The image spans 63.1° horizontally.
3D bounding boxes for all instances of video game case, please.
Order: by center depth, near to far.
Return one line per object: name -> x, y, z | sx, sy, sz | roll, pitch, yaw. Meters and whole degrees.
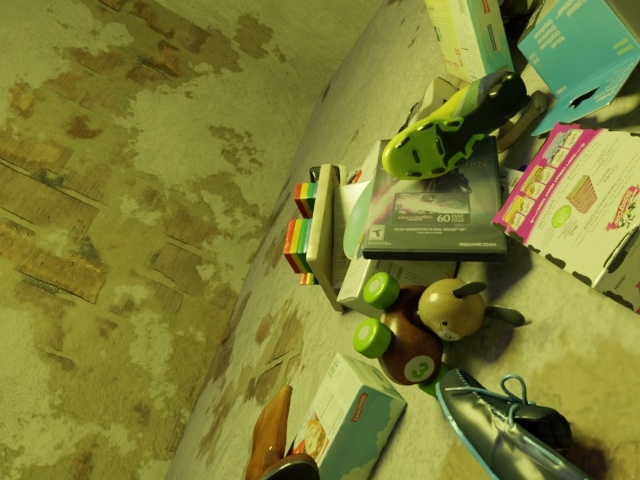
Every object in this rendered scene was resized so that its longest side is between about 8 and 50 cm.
video game case -> 0.178, -0.074, 0.810 | 0.026, 0.196, 0.274 | 77, -161, -44

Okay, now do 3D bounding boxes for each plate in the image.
plate -> 0.102, -0.046, 1.047 | 0.188, 0.024, 0.188 | -54, 23, 37

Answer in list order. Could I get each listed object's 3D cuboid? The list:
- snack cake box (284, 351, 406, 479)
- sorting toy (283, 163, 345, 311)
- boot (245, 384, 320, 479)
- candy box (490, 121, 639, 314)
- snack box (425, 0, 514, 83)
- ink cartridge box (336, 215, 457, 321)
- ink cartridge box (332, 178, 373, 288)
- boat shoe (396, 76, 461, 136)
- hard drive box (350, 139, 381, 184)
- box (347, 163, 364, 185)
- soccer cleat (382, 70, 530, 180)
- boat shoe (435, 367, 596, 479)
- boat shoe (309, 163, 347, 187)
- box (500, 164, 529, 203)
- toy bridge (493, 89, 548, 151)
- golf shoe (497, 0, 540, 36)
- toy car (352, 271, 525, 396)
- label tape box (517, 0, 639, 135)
snack cake box -> 0.025, 0.342, 0.878 | 0.264, 0.089, 0.152 | -63, 16, 1
sorting toy -> 0.000, 0.000, 1.230 | 0.255, 0.089, 0.257 | 64, -151, -53
boot -> -0.065, 0.358, 0.883 | 0.280, 0.096, 0.264 | -76, 9, -62
candy box -> 0.308, -0.040, 0.586 | 0.159, 0.071, 0.233 | -60, 14, 13
snack box -> 0.305, -0.434, 1.098 | 0.060, 0.187, 0.322 | -21, 24, 7
ink cartridge box -> 0.141, 0.034, 0.881 | 0.212, 0.154, 0.093 | -69, 13, -18
ink cartridge box -> 0.112, -0.016, 1.124 | 0.189, 0.066, 0.232 | -8, 81, 40
boat shoe -> 0.225, -0.209, 1.113 | 0.158, 0.127, 0.340 | -57, 3, 42
hard drive box -> 0.153, -0.133, 1.286 | 0.181, 0.089, 0.232 | -59, 14, 13
box -> 0.107, -0.137, 1.496 | 0.126, 0.072, 0.137 | -67, 15, -13
soccer cleat -> 0.211, -0.181, 0.852 | 0.289, 0.093, 0.121 | -34, 17, -15
boat shoe -> 0.209, 0.200, 0.499 | 0.089, 0.109, 0.258 | -54, 31, 8
boat shoe -> -0.004, -0.045, 1.451 | 0.127, 0.113, 0.340 | -134, 50, -68
box -> 0.282, -0.059, 0.810 | 0.136, 0.028, 0.081 | -63, 13, 10
toy bridge -> 0.318, -0.187, 0.916 | 0.188, 0.026, 0.063 | -37, 30, 61
golf shoe -> 0.374, -0.489, 1.077 | 0.105, 0.120, 0.273 | -64, 13, 2
toy car -> 0.167, 0.110, 0.698 | 0.188, 0.155, 0.149 | -29, 35, 45
label tape box -> 0.371, -0.331, 0.694 | 0.347, 0.115, 0.249 | -61, -2, 4
